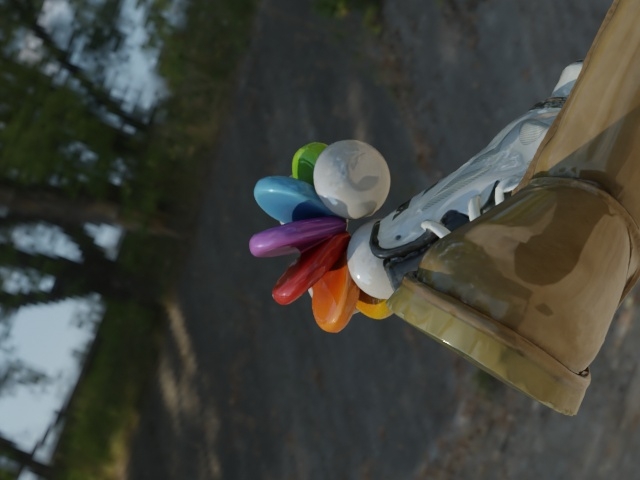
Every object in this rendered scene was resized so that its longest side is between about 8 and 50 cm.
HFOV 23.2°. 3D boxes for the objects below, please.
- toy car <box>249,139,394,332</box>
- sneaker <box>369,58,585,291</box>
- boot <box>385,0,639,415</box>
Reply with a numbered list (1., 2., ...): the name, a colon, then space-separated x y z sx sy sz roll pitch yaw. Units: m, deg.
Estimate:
1. toy car: 0.000 0.000 1.472 0.136 0.182 0.159 -21 -4 -25
2. sneaker: 0.188 -0.004 1.121 0.257 0.169 0.447 -39 9 -5
3. boot: 0.136 -0.070 0.667 0.269 0.089 0.236 -62 -10 7
